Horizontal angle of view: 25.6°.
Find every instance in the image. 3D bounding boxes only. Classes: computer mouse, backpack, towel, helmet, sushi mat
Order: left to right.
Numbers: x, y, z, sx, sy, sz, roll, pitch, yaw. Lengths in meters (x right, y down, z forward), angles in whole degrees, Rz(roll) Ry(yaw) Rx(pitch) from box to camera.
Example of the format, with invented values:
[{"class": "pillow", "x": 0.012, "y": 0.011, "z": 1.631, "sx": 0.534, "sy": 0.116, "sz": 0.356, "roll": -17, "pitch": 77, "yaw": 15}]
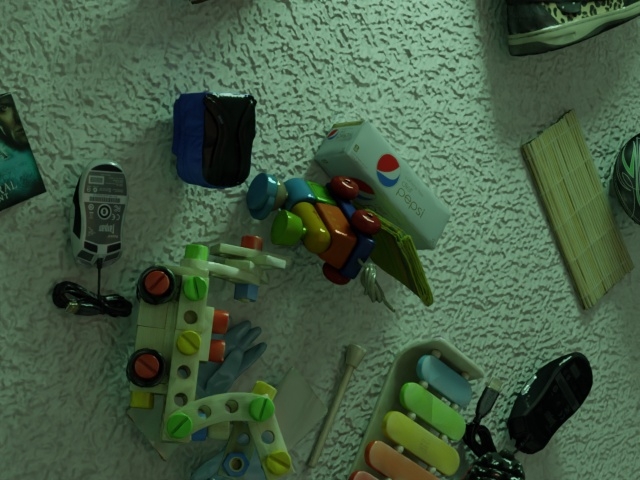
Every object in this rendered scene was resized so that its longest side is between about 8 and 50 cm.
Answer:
[{"class": "computer mouse", "x": -0.272, "y": -0.003, "z": 1.712, "sx": 0.106, "sy": 0.042, "sz": 0.193, "roll": 5, "pitch": 90, "yaw": -37}, {"class": "backpack", "x": -0.138, "y": -0.126, "z": 1.795, "sx": 0.098, "sy": 0.101, "sz": 0.120, "roll": -3, "pitch": 94, "yaw": -40}, {"class": "towel", "x": 0.092, "y": 0.016, "z": 1.918, "sx": 0.021, "sy": 0.237, "sz": 0.102, "roll": -24, "pitch": 108, "yaw": -10}, {"class": "computer mouse", "x": 0.313, "y": 0.254, "z": 2.209, "sx": 0.262, "sy": 0.060, "sz": 0.184, "roll": -51, "pitch": 125, "yaw": -17}, {"class": "sushi mat", "x": 0.434, "y": -0.051, "z": 2.355, "sx": 0.151, "sy": 0.019, "sz": 0.316, "roll": -38, "pitch": 112, "yaw": -37}, {"class": "helmet", "x": 0.576, "y": -0.103, "z": 2.389, "sx": 0.161, "sy": 0.169, "sz": 0.169, "roll": -46, "pitch": 118, "yaw": -51}]

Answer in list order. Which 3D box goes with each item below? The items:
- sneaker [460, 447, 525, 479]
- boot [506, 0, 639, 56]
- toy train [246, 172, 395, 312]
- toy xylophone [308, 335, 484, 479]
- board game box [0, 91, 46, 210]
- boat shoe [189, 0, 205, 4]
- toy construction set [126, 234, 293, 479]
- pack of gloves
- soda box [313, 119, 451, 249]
[{"class": "sneaker", "x": 0.232, "y": 0.443, "z": 2.088, "sx": 0.135, "sy": 0.097, "sz": 0.276, "roll": 88, "pitch": 21, "yaw": -56}, {"class": "boot", "x": 0.409, "y": -0.478, "z": 2.284, "sx": 0.377, "sy": 0.138, "sz": 0.284, "roll": -27, "pitch": 106, "yaw": -34}, {"class": "toy train", "x": 0.000, "y": 0.000, "z": 1.838, "sx": 0.143, "sy": 0.248, "sz": 0.105, "roll": 15, "pitch": 117, "yaw": -30}, {"class": "toy xylophone", "x": 0.109, "y": 0.284, "z": 2.007, "sx": 0.236, "sy": 0.081, "sz": 0.323, "roll": 29, "pitch": 69, "yaw": -37}, {"class": "board game box", "x": -0.412, "y": -0.081, "z": 1.599, "sx": 0.186, "sy": 0.026, "sz": 0.126, "roll": -29, "pitch": 107, "yaw": -39}, {"class": "boat shoe", "x": -0.053, "y": -0.395, "z": 1.874, "sx": 0.324, "sy": 0.122, "sz": 0.120, "roll": -44, "pitch": 119, "yaw": -33}, {"class": "toy construction set", "x": -0.128, "y": 0.130, "z": 1.744, "sx": 0.215, "sy": 0.151, "sz": 0.328, "roll": 8, "pitch": 64, "yaw": -8}, {"class": "pack of gloves", "x": -0.125, "y": 0.227, "z": 1.840, "sx": 0.195, "sy": 0.046, "sz": 0.232, "roll": 52, "pitch": 56, "yaw": -10}, {"class": "soda box", "x": 0.091, "y": -0.077, "z": 2.013, "sx": 0.216, "sy": 0.074, "sz": 0.069, "roll": 45, "pitch": 60, "yaw": -31}]
